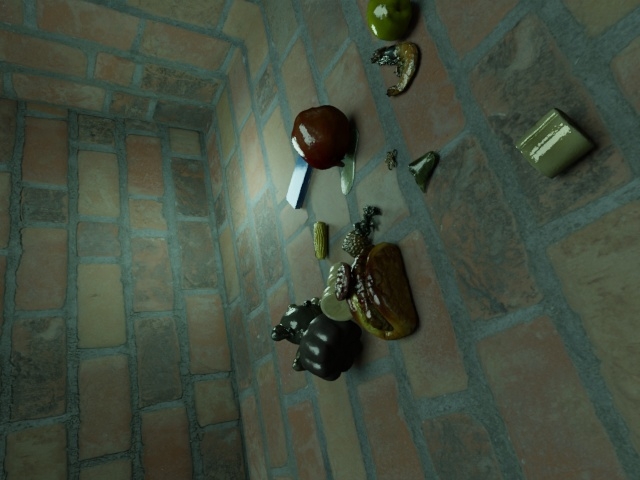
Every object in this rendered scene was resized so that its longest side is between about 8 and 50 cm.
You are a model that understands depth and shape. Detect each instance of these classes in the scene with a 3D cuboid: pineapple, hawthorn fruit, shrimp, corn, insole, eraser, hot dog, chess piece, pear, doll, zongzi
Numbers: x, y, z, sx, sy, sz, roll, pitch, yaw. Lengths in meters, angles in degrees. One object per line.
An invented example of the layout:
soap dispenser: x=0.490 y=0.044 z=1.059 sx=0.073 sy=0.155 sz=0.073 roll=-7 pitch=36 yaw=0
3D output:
pineapple: x=0.191 y=-0.043 z=1.943 sx=0.125 sy=0.125 sz=0.251 roll=45 pitch=115 yaw=49
hawthorn fruit: x=0.000 y=-0.493 z=2.086 sx=0.295 sy=0.295 sz=0.311 roll=-22 pitch=60 yaw=56
shrimp: x=0.299 y=-0.723 z=1.836 sx=0.290 sy=0.054 sz=0.222 roll=29 pitch=113 yaw=50
corn: x=0.000 y=0.000 z=2.262 sx=0.072 sy=0.072 sz=0.202 roll=-9 pitch=81 yaw=57
insole: x=0.143 y=-0.382 z=2.113 sx=0.109 sy=0.007 sz=0.321 roll=25 pitch=110 yaw=55
eraser: x=-0.117 y=-0.346 z=2.489 sx=0.144 sy=0.043 sz=0.311 roll=49 pitch=128 yaw=48
hot dog: x=0.225 y=0.202 z=1.754 sx=0.185 sy=0.223 sz=0.404 roll=-41 pitch=54 yaw=52
chess piece: x=0.090 y=0.210 z=1.961 sx=0.299 sy=0.167 sz=0.166 roll=-84 pitch=14 yaw=-60
pear: x=0.276 y=-0.915 z=1.763 sx=0.198 sy=0.198 sz=0.198 roll=-5 pitch=85 yaw=58
doll: x=-0.059 y=0.475 z=2.121 sx=0.253 sy=0.382 sz=0.378 roll=-9 pitch=96 yaw=25
zongzi: x=0.423 y=-0.268 z=1.642 sx=0.154 sy=0.062 sz=0.130 roll=-30 pitch=83 yaw=36

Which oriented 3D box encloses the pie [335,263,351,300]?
pie: x=0.090 y=0.169 z=1.738 sx=0.154 sy=0.036 sz=0.154 roll=-171 pitch=90 yaw=-78

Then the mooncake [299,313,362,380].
mooncake: x=0.054 y=0.470 z=1.938 sx=0.154 sy=0.306 sz=0.305 roll=18 pitch=104 yaw=43

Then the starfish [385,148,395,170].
starfish: x=0.298 y=-0.349 z=1.845 sx=0.078 sy=0.028 sz=0.091 roll=-54 pitch=41 yaw=45

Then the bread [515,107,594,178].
bread: x=0.644 y=-0.267 z=1.193 sx=0.141 sy=0.134 sz=0.148 roll=-49 pitch=60 yaw=39
